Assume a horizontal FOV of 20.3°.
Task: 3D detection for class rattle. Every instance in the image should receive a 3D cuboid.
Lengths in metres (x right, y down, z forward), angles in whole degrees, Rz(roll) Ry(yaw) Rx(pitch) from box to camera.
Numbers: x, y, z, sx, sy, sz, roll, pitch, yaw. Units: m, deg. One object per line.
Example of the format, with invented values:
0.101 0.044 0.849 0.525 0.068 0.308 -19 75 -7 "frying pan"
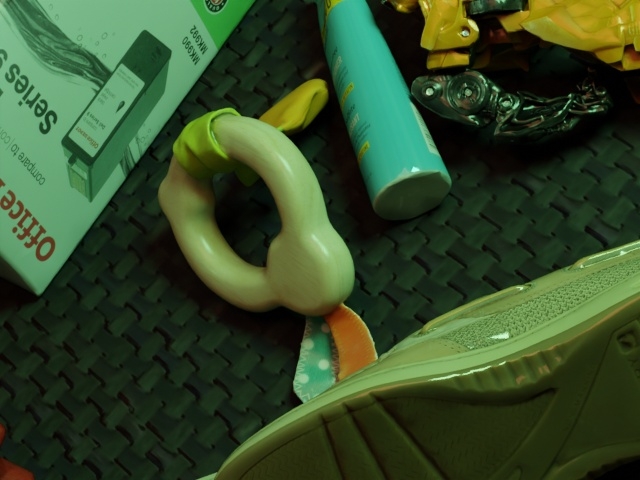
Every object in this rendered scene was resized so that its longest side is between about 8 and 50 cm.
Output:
0.000 0.000 1.143 0.199 0.142 0.130 43 114 20 "rattle"

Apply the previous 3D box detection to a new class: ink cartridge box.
-0.187 -0.138 1.188 0.121 0.211 0.289 25 73 29 "ink cartridge box"

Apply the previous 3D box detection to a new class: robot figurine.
0.182 -0.169 1.118 0.291 0.085 0.211 -4 86 19 "robot figurine"

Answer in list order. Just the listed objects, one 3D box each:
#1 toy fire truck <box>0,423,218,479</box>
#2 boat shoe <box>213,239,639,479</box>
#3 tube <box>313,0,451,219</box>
-0.177 0.155 1.050 0.246 0.217 0.158 28 68 -12 "toy fire truck"
0.101 0.092 1.012 0.341 0.122 0.110 -21 18 5 "boat shoe"
0.029 -0.110 1.175 0.052 0.080 0.207 -9 57 -17 "tube"
